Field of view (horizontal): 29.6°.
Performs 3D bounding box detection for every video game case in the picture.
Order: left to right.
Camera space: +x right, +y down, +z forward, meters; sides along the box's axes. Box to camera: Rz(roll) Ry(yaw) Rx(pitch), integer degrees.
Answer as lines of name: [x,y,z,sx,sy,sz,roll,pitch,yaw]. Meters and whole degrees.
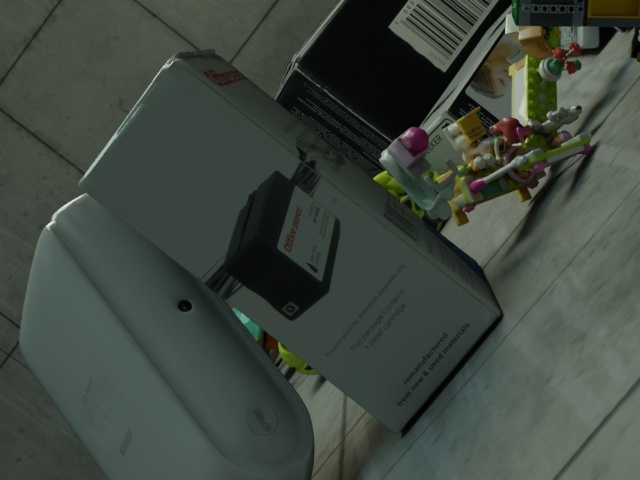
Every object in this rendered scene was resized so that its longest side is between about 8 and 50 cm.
video game case: [0.292,-0.310,1.394,0.201,0.023,0.183,-65,-26,-82]

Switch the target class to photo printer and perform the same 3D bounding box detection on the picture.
photo printer: [-0.134,0.138,1.047,0.107,0.307,0.256,-29,-18,-33]

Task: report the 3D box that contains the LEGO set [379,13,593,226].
LEGO set: [0.183,-0.115,1.054,0.287,0.132,0.107,-47,9,-35]

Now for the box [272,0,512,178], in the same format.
box: [0.162,-0.350,2.159,0.480,0.297,0.472,-53,5,-10]

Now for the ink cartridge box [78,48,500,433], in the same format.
ink cartridge box: [-0.019,-0.010,0.992,0.129,0.307,0.223,-51,3,10]

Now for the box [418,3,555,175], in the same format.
box: [0.220,-0.194,1.555,0.290,0.087,0.169,-54,4,-31]

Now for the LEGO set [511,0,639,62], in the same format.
LEGO set: [0.242,-0.265,0.898,0.331,0.192,0.254,-42,-46,-81]

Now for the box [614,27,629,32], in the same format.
box: [0.337,-0.324,1.179,0.153,0.108,0.207,-54,3,-20]

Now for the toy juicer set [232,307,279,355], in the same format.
toy juicer set: [-0.090,0.164,1.809,0.329,0.090,0.209,-74,-11,-60]

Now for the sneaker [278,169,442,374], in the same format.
sneaker: [0.042,0.026,1.481,0.295,0.109,0.123,-53,7,-1]

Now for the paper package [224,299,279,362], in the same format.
paper package: [-0.269,0.204,2.062,0.325,0.309,0.168,-48,3,46]
